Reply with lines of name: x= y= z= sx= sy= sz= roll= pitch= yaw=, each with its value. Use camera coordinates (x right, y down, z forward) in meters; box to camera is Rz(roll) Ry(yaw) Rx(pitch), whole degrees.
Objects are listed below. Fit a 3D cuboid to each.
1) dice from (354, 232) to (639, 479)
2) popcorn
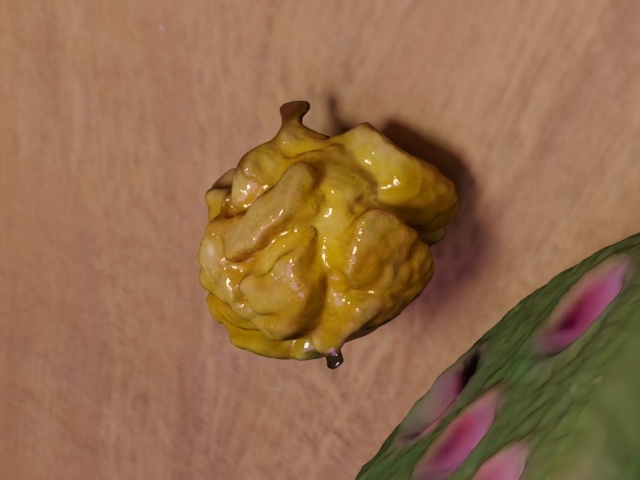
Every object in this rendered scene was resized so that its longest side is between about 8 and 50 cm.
dice: x=0.185 y=0.213 z=0.827 sx=0.322 sy=0.330 sz=0.318 roll=40 pitch=142 yaw=-7
popcorn: x=0.000 y=0.000 z=0.903 sx=0.167 sy=0.148 sz=0.152 roll=-25 pitch=78 yaw=29
